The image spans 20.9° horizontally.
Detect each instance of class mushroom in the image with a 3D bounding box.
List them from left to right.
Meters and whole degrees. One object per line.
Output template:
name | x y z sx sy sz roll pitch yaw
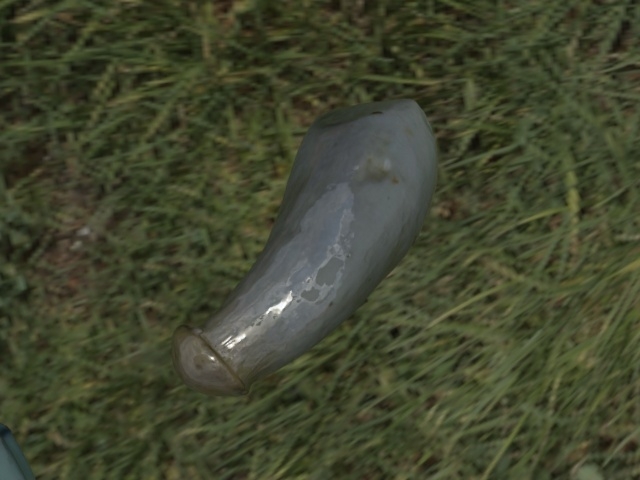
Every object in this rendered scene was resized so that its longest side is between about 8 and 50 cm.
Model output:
mushroom | 0.000 0.000 1.156 0.118 0.270 0.103 -18 116 42

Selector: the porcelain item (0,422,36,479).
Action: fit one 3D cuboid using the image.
porcelain item | -0.285 0.163 0.786 0.286 0.281 0.157 -35 88 34
